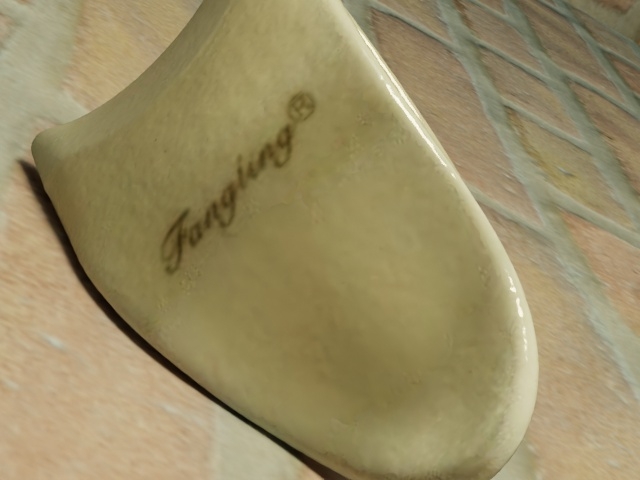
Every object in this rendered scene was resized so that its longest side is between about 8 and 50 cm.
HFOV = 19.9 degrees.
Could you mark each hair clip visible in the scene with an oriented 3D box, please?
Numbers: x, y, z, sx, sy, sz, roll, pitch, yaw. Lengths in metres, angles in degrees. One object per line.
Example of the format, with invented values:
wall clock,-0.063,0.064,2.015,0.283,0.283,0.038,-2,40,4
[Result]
hair clip,-0.010,-0.005,0.807,0.282,0.172,0.113,48,11,13
